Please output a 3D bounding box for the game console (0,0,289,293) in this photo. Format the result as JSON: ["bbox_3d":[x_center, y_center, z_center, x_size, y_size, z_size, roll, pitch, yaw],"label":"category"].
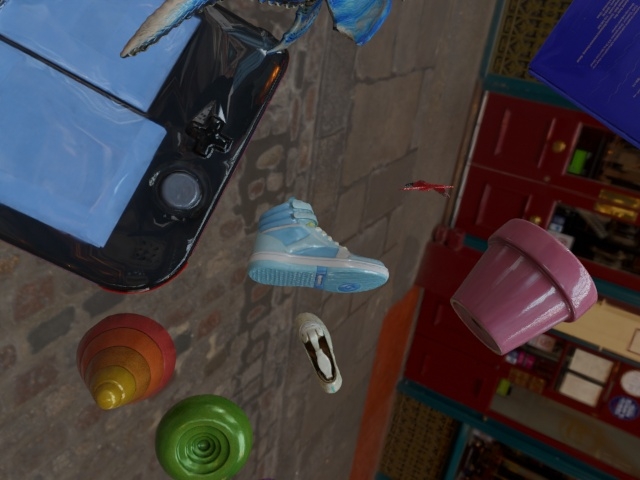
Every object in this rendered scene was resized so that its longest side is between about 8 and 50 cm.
[{"bbox_3d":[-0.263,-0.161,0.564,0.342,0.386,0.060,-65,-167,-12],"label":"game console"}]

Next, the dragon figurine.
[{"bbox_3d":[-0.003,-0.180,0.374,0.289,0.085,0.144,-66,146,-29],"label":"dragon figurine"}]

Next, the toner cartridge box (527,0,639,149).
[{"bbox_3d":[0.360,-0.257,0.475,0.075,0.165,0.348,-13,142,-48],"label":"toner cartridge box"}]

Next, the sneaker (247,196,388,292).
[{"bbox_3d":[0.000,0.000,1.248,0.127,0.318,0.208,116,-21,-57],"label":"sneaker"}]

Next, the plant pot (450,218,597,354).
[{"bbox_3d":[0.337,0.093,0.955,0.180,0.201,0.201,-41,151,-4],"label":"plant pot"}]

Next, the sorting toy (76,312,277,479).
[{"bbox_3d":[-0.159,0.253,0.661,0.127,0.366,0.126,-39,-168,-1],"label":"sorting toy"}]

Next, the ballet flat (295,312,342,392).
[{"bbox_3d":[-0.002,0.195,0.999,0.057,0.168,0.052,-23,149,-7],"label":"ballet flat"}]

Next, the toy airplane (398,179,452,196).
[{"bbox_3d":[0.276,-0.136,1.404,0.151,0.151,0.028,-21,118,-60],"label":"toy airplane"}]
